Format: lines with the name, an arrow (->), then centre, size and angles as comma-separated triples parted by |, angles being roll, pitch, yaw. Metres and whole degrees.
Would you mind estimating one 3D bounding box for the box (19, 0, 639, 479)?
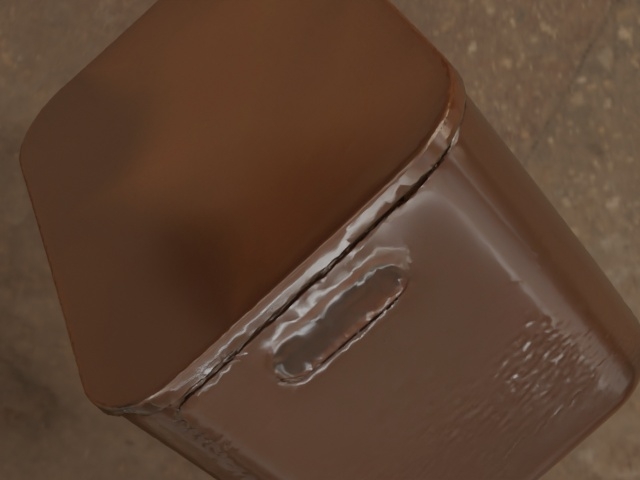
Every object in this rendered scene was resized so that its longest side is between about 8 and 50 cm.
box -> 0.000, 0.000, 0.837 | 0.239, 0.339, 0.229 | -41, 124, 6
